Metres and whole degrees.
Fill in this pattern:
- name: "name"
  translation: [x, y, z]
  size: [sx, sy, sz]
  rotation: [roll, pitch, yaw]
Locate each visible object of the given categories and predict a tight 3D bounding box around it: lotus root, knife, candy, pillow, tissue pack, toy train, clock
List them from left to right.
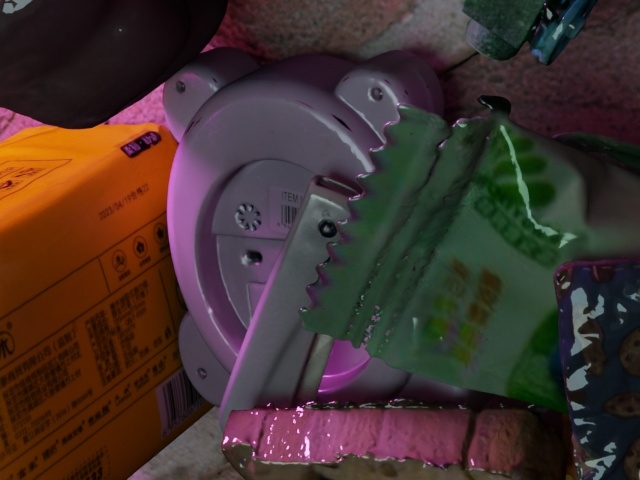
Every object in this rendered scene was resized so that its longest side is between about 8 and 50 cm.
- name: "tissue pack"
  translation: [-0.277, 0.092, 1.521]
  size: [0.228, 0.382, 0.293]
  rotation: [0, 112, 31]
- name: "knife"
  translation: [-0.019, 0.067, 1.410]
  size: [0.073, 0.040, 0.265]
  rotation: [26, 122, 10]
- name: "clock"
  translation: [0.000, 0.000, 1.462]
  size: [0.296, 0.113, 0.322]
  rotation: [5, 113, 33]
- name: "lotus root"
  translation: [0.068, 0.197, 1.413]
  size: [0.261, 0.074, 0.170]
  rotation: [-5, 135, 17]
- name: "toy train"
  translation: [0.168, -0.222, 1.203]
  size: [0.112, 0.163, 0.203]
  rotation: [37, 129, 7]
- name: "candy"
  translation: [0.201, 0.039, 1.264]
  size: [0.398, 0.172, 0.263]
  rotation: [15, 125, -6]
- name: "pillow"
  translation: [0.290, 0.089, 1.175]
  size: [0.256, 0.034, 0.189]
  rotation: [-9, 104, 7]

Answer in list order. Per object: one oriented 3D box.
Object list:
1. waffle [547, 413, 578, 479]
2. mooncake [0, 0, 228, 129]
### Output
- name: "waffle"
  translation: [0.244, 0.286, 1.466]
  size: [0.309, 0.065, 0.283]
  rotation: [44, 129, 11]
- name: "mooncake"
  translation: [-0.211, -0.245, 1.379]
  size: [0.154, 0.306, 0.306]
  rotation: [-32, 92, 34]
